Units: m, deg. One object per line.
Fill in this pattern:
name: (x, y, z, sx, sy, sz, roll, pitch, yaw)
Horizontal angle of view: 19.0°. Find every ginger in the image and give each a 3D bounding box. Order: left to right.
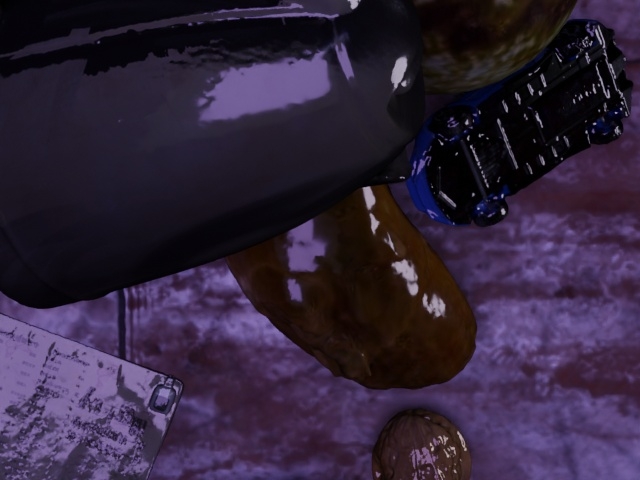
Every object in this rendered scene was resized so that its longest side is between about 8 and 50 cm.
ginger: (0.000, 0.000, 1.507, 0.172, 0.165, 0.321, -38, 110, -30)

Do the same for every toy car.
toy car: (0.153, -0.092, 1.512, 0.216, 0.063, 0.103, -34, 119, -16)

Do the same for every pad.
pad: (-0.264, 0.145, 1.605, 0.265, 0.009, 0.160, 21, 99, -3)

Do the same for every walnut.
walnut: (0.083, 0.187, 1.574, 0.082, 0.079, 0.096, -7, 99, 3)

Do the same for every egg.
egg: (0.081, -0.250, 1.421, 0.238, 0.238, 0.289, -10, 119, 2)

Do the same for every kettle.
kettle: (-0.096, -0.125, 1.294, 0.324, 0.228, 0.321, -14, 132, 21)
